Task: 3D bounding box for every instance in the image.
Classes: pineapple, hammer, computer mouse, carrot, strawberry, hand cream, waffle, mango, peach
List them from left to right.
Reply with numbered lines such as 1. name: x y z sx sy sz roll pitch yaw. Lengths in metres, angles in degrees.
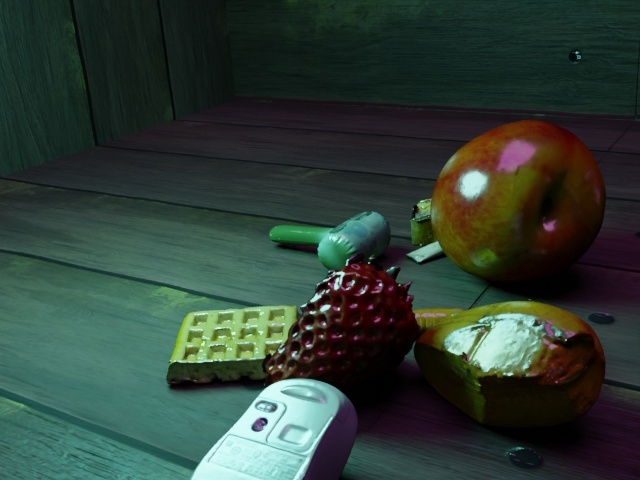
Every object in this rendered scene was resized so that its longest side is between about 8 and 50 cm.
1. waffle: -0.165 0.199 1.497 0.247 0.055 0.221 -4 22 1
2. computer mouse: -0.064 0.322 1.082 0.184 0.121 0.297 7 38 23
3. hammer: 0.000 0.000 1.925 0.335 0.119 0.206 4 21 38
4. strawberry: 0.054 0.168 1.300 0.280 0.253 0.150 -22 43 -33
5. carrot: 0.181 0.168 1.522 0.271 0.066 0.062 -2 -22 12
6. hand cream: 0.282 0.021 1.903 0.143 0.039 0.061 -19 28 -23
7. pineapple: 0.315 -0.048 2.004 0.186 0.115 0.236 -20 16 -33
8. mango: 0.293 0.199 1.252 0.199 0.201 0.350 3 -4 -34
9. peach: 0.425 -0.081 1.708 0.388 0.388 0.388 -4 21 1

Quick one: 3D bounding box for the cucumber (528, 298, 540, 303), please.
1. cucumber: 0.406 0.177 1.427 0.077 0.077 0.265 -3 20 4
